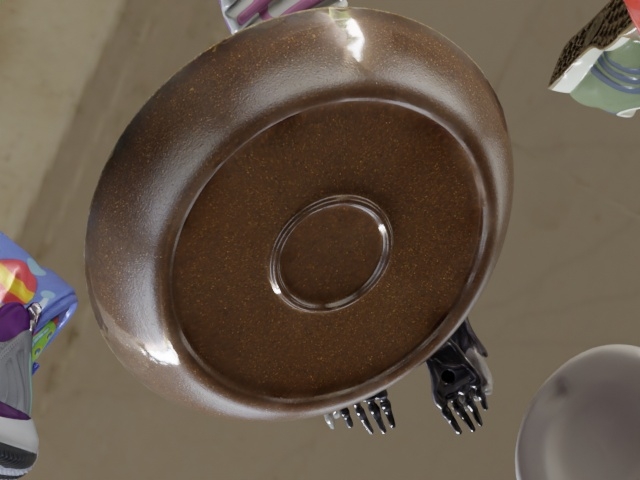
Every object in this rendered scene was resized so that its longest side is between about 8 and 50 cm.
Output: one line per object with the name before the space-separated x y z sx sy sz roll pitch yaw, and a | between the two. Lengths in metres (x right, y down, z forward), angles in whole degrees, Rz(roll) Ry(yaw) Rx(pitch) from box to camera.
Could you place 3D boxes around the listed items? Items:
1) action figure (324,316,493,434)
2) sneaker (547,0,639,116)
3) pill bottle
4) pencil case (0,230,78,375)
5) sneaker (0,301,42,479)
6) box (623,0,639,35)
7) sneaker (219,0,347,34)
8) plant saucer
action figure | 0.055 0.083 1.340 0.275 0.164 0.140 -96 177 -74
sneaker | 0.259 -0.150 1.321 0.064 0.086 0.192 -66 -171 -19
pill bottle | 0.297 0.194 1.299 0.160 0.283 0.160 -21 -123 38
pencil case | -0.315 0.004 1.174 0.119 0.306 0.133 -49 172 -29
sneaker | -0.212 0.028 0.681 0.083 0.224 0.098 -24 -131 33
box | 0.117 -0.140 0.389 0.123 0.256 0.128 -30 -171 -9
sneaker | -0.021 -0.138 1.173 0.095 0.236 0.104 -30 -161 -15
plant saucer | 0.000 0.000 1.086 0.310 0.311 0.050 -59 -146 16
